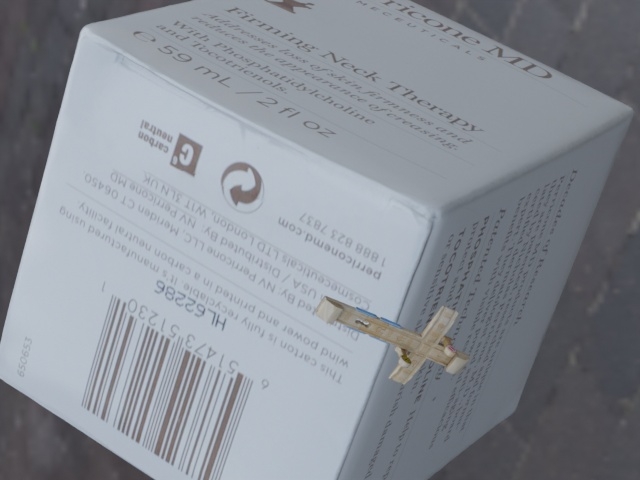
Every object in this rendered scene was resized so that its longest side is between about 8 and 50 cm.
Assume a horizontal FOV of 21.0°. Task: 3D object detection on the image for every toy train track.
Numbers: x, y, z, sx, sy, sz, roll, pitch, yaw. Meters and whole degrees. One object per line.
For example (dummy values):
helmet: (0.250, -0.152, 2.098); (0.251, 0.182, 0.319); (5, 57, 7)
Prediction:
toy train track: (0.036, 0.047, 0.818); (0.048, 0.083, 0.014); (-56, 26, 24)

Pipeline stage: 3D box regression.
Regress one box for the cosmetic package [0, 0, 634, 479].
cosmetic package: (0.000, 0.000, 1.442); (0.329, 0.394, 0.327); (28, 117, 21)
